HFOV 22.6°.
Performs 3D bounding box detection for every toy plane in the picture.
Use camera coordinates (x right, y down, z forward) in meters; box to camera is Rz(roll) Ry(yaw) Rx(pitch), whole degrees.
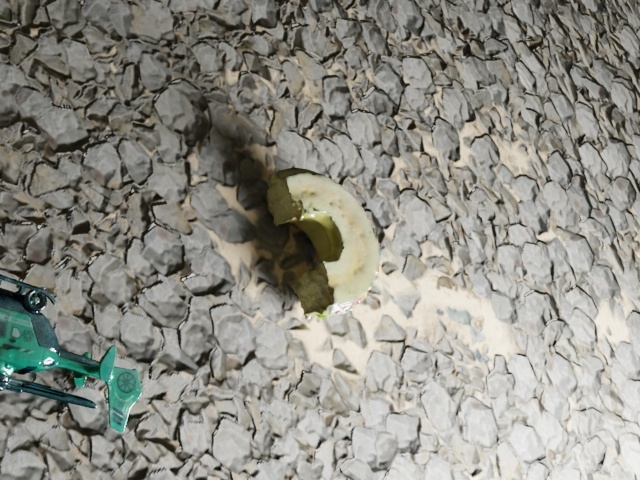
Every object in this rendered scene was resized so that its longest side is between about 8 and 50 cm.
[{"bbox_3d":[-0.257,0.094,1.415,0.235,0.060,0.096,21,63,-29],"label":"toy plane"}]

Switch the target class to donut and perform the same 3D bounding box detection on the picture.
[{"bbox_3d":[0.004,0.002,1.697,0.108,0.065,0.166,-10,74,-45],"label":"donut"}]
